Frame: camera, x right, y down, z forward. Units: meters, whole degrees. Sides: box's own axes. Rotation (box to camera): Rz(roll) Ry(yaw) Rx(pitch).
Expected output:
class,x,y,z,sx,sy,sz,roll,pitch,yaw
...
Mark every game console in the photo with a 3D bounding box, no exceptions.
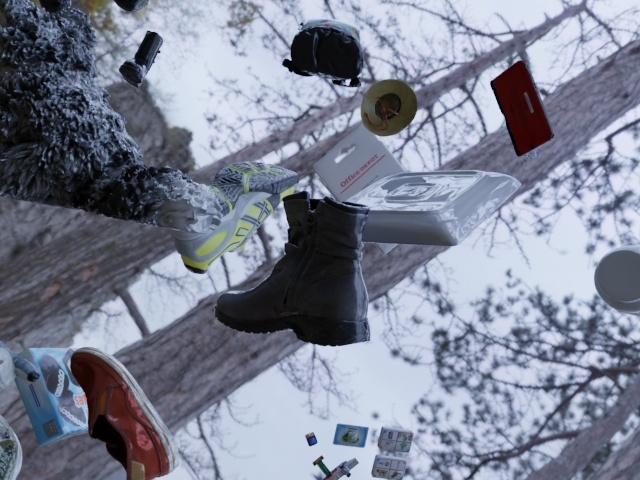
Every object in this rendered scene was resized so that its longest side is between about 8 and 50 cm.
class,x,y,z,sx,sy,sz,roll,pitch,yaw
game console,0.356,-0.222,1.085,0.124,0.085,0.144,-33,-106,63

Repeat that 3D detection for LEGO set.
class,x,y,z,sx,sy,sz,roll,pitch,yaw
LEGO set,0.072,0.494,1.425,0.060,0.244,0.182,-156,-103,-75

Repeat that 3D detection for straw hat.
class,x,y,z,sx,sy,sz,roll,pitch,yaw
straw hat,0.163,-0.330,1.548,0.061,0.144,0.144,-88,159,-62

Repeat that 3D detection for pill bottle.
class,x,y,z,sx,sy,sz,roll,pitch,yaw
pill bottle,0.551,0.072,1.120,0.117,0.117,0.208,39,14,31

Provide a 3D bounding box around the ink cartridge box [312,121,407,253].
class,x,y,z,sx,sy,sz,roll,pitch,yaw
ink cartridge box,0.143,-0.159,1.837,0.353,0.207,0.119,48,3,-23

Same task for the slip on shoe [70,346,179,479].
class,x,y,z,sx,sy,sz,roll,pitch,yaw
slip on shoe,-0.386,0.314,1.169,0.331,0.101,0.123,39,-48,33

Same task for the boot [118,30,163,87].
class,x,y,z,sx,sy,sz,roll,pitch,yaw
boot,-0.321,-0.334,1.153,0.045,0.099,0.121,29,-4,-14

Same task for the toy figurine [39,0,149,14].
class,x,y,z,sx,sy,sz,roll,pitch,yaw
toy figurine,-0.378,-0.452,0.973,0.213,0.210,0.148,69,17,-65

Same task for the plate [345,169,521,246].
class,x,y,z,sx,sy,sz,roll,pitch,yaw
plate,0.160,-0.067,1.076,0.277,0.278,0.045,2,-66,38

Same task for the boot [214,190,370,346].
class,x,y,z,sx,sy,sz,roll,pitch,yaw
boot,-0.045,0.037,1.008,0.338,0.118,0.222,0,-89,43

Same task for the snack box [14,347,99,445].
class,x,y,z,sx,sy,sz,roll,pitch,yaw
snack box,-0.542,0.330,1.393,0.187,0.060,0.322,63,0,11

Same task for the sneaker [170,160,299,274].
class,x,y,z,sx,sy,sz,roll,pitch,yaw
sneaker,-0.187,-0.064,1.389,0.145,0.385,0.147,22,-55,27

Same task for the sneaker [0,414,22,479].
class,x,y,z,sx,sy,sz,roll,pitch,yaw
sneaker,-0.684,0.445,1.248,0.410,0.158,0.182,48,-34,48

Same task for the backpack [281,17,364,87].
class,x,y,z,sx,sy,sz,roll,pitch,yaw
backpack,0.018,-0.363,1.210,0.152,0.182,0.115,17,-70,-4

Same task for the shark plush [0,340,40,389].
class,x,y,z,sx,sy,sz,roll,pitch,yaw
shark plush,-0.349,0.114,0.681,0.161,0.073,0.067,30,-43,64

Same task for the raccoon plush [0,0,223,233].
class,x,y,z,sx,sy,sz,roll,pitch,yaw
raccoon plush,-0.300,-0.188,0.888,0.446,0.299,0.216,11,1,14
